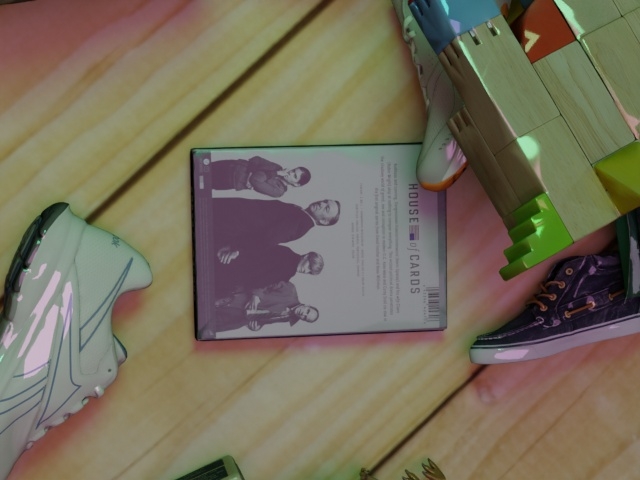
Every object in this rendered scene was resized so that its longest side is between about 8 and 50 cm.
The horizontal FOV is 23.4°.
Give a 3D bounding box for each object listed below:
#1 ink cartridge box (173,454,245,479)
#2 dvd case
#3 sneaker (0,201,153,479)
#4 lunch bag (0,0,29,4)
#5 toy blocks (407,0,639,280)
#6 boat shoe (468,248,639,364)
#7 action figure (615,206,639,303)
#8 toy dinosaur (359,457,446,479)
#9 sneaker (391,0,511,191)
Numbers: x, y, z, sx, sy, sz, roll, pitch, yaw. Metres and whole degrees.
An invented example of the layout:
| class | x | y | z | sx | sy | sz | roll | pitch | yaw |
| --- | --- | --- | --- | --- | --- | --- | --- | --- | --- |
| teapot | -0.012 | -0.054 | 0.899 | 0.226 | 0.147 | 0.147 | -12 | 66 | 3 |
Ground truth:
| class | x | y | z | sx | sy | sz | roll | pitch | yaw |
| --- | --- | --- | --- | --- | --- | --- | --- | --- | --- |
| ink cartridge box | -0.116 | 0.347 | 1.428 | 0.193 | 0.088 | 0.235 | -24 | 100 | -5 |
| dvd case | 0.000 | 0.000 | 1.442 | 0.238 | 0.029 | 0.179 | -2 | 96 | -10 |
| sneaker | -0.247 | 0.120 | 1.376 | 0.129 | 0.111 | 0.297 | 24 | 92 | -17 |
| lunch bag | -0.215 | -0.346 | 1.273 | 0.256 | 0.212 | 0.305 | -13 | 97 | -2 |
| toy blocks | 0.244 | -0.163 | 1.319 | 0.381 | 0.191 | 0.261 | -28 | 85 | -20 |
| boat shoe | 0.220 | 0.062 | 1.472 | 0.183 | 0.065 | 0.083 | -13 | 93 | -15 |
| action figure | 0.307 | -0.067 | 1.456 | 0.137 | 0.063 | 0.232 | -15 | 94 | -53 |
| toy dinosaur | 0.081 | 0.270 | 1.479 | 0.211 | 0.064 | 0.112 | 32 | 116 | -8 |
| sneaker | 0.112 | -0.175 | 1.414 | 0.121 | 0.099 | 0.262 | 16 | 80 | 0 |
